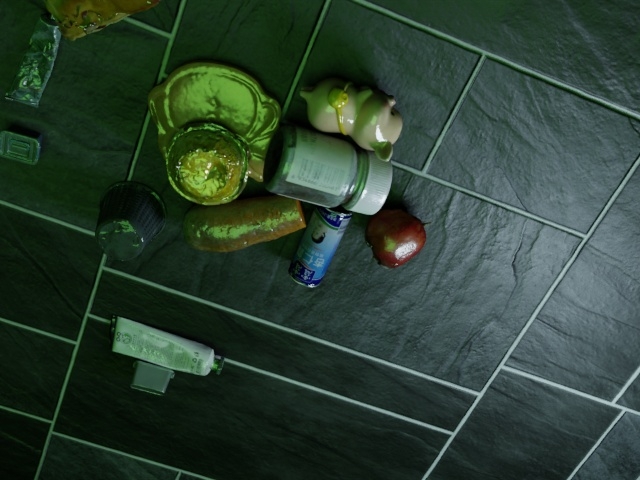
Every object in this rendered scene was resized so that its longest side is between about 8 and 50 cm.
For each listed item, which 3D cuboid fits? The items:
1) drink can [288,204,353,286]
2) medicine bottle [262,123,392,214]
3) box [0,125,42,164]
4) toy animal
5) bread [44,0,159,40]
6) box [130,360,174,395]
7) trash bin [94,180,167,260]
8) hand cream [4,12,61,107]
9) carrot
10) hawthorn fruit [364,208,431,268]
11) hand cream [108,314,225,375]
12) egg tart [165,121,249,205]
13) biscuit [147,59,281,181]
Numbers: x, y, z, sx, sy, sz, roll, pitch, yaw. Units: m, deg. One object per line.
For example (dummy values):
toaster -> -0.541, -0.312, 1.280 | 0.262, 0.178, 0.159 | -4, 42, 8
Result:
drink can -> 0.000, 0.000, 2.019 | 0.097, 0.097, 0.235 | 19, 120, -9
medicine bottle -> 0.016, -0.162, 1.860 | 0.274, 0.165, 0.165 | 14, 121, -21
box -> -0.724, -0.235, 1.927 | 0.099, 0.054, 0.074 | 15, 122, -7
toy animal -> 0.069, -0.293, 1.809 | 0.248, 0.165, 0.149 | 28, 123, -7
bread -> -0.457, -0.585, 1.645 | 0.325, 0.167, 0.277 | -18, 118, 11
box -> -0.483, 0.394, 2.264 | 0.122, 0.069, 0.084 | 16, 156, -7
trash bin -> -0.485, -0.039, 1.976 | 0.176, 0.161, 0.175 | 1, 119, 2
hand cream -> -0.649, -0.413, 1.820 | 0.075, 0.052, 0.247 | 27, 118, -12
carrot -> -0.192, -0.045, 1.979 | 0.302, 0.138, 0.138 | -11, 120, 8
hawthorn fruit -> 0.197, -0.014, 1.980 | 0.172, 0.148, 0.148 | -20, 118, 4
hand cream -> -0.437, 0.306, 2.241 | 0.336, 0.076, 0.121 | 17, 115, -1
egg tart -> -0.268, -0.171, 1.869 | 0.213, 0.090, 0.212 | 0, 118, -1
biscuit -> -0.241, -0.259, 1.897 | 0.312, 0.057, 0.351 | -4, 120, 6
